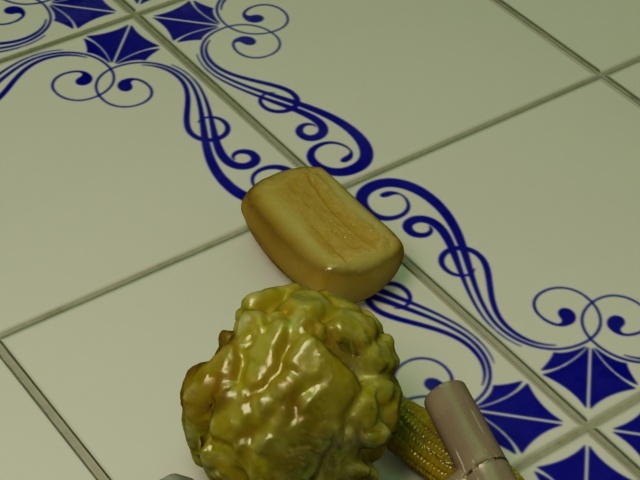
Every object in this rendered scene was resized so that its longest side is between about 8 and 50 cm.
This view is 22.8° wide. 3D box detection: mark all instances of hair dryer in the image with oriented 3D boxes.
[{"bbox_3d":[0.096,0.275,1.665,0.220,0.054,0.195,-28,56,4],"label":"hair dryer"}]

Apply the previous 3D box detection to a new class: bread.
[{"bbox_3d":[0.000,0.000,1.976,0.147,0.098,0.217,-20,49,-26],"label":"bread"}]

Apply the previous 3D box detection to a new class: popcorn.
[{"bbox_3d":[-0.027,0.169,1.682,0.249,0.249,0.225,8,5,5],"label":"popcorn"}]

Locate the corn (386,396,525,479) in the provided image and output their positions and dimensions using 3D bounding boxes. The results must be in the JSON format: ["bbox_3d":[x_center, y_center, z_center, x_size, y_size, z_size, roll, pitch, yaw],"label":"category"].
[{"bbox_3d":[0.138,0.236,1.742,0.203,0.072,0.072,33,49,29],"label":"corn"}]

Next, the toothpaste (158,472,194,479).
[{"bbox_3d":[-0.075,0.393,1.562,0.125,0.080,0.371,-16,53,-26],"label":"toothpaste"}]
